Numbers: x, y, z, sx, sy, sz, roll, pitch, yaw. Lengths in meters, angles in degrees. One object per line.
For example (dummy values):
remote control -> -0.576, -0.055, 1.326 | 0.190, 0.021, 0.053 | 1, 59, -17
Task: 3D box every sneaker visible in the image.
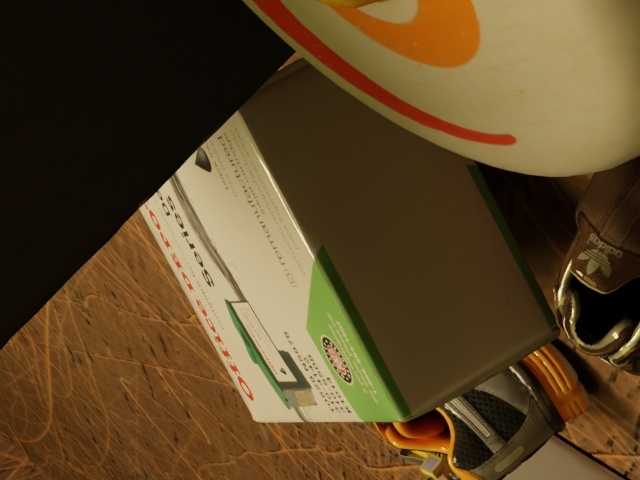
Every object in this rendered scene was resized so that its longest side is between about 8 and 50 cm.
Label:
sneaker -> 0.048, 0.069, 1.093 | 0.215, 0.083, 0.084 | 22, 156, 52
sneaker -> 0.121, 0.022, 0.826 | 0.066, 0.071, 0.188 | 35, 162, 22

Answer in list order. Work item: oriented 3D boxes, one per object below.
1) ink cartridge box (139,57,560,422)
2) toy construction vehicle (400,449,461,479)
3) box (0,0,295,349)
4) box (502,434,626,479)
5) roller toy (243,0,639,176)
ink cartridge box -> 0.000, 0.000, 0.942 | 0.160, 0.092, 0.219 | 62, 161, -4
toy construction vehicle -> 0.092, 0.163, 1.311 | 0.098, 0.035, 0.086 | 26, 157, 43
box -> -0.162, -0.078, 0.733 | 0.179, 0.343, 0.312 | 48, 163, -15
box -> 0.140, 0.180, 1.155 | 0.102, 0.087, 0.101 | 31, 160, 30
roller toy -> 0.045, -0.116, 0.522 | 0.209, 0.146, 0.191 | 33, 162, 25
